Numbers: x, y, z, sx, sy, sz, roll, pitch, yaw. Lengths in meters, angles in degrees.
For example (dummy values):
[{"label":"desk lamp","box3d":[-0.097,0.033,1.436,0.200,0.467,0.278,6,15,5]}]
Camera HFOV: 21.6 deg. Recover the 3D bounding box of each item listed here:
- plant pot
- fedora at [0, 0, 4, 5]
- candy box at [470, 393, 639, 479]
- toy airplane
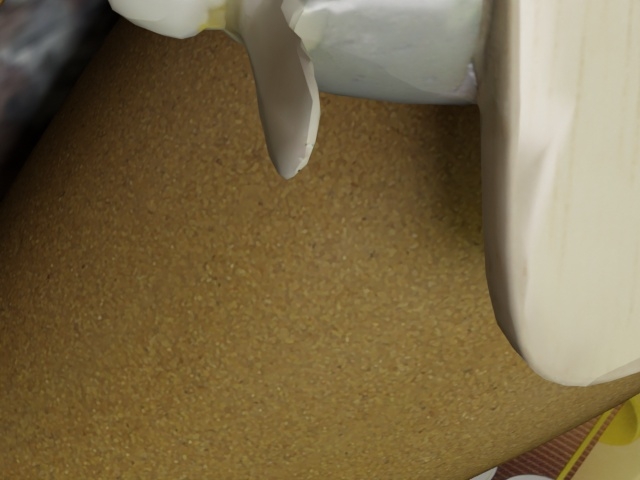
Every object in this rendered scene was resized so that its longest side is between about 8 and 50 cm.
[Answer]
[{"label":"plant pot","box3d":[0.000,0.000,0.565,0.254,0.237,0.237,-41,147,7]},{"label":"fedora","box3d":[-0.141,-0.114,0.391,0.194,0.079,0.194,-29,133,-37]},{"label":"candy box","box3d":[0.000,0.129,0.696,0.316,0.183,0.087,-41,146,-16]},{"label":"toy airplane","box3d":[0.050,-0.211,0.331,0.384,0.272,0.386,40,78,-37]}]
